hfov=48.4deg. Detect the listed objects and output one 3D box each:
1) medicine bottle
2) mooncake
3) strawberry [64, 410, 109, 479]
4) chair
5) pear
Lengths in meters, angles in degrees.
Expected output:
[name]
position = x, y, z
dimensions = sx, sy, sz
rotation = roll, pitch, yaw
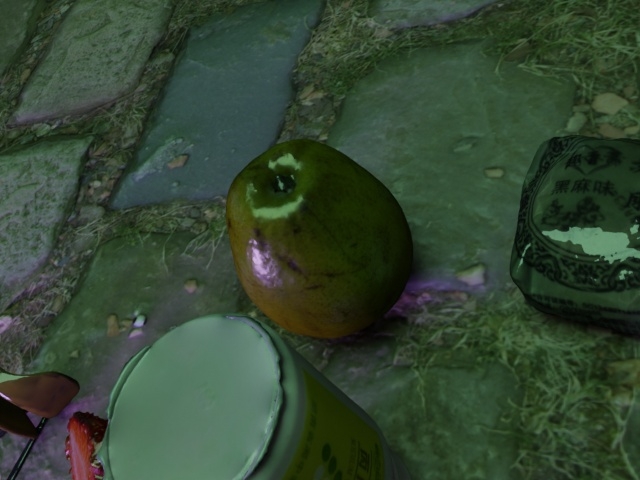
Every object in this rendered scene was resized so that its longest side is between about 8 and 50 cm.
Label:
[medicine bottle]
position = -0.044, 0.248, 0.787
dimensions = 0.213, 0.379, 0.214
rotation = -15, 53, 21
[mooncake]
position = 0.367, -0.014, 0.891
dimensions = 0.254, 0.136, 0.250
rotation = 5, 58, 32
[strawberry]
position = -0.315, 0.344, 1.077
dimensions = 0.175, 0.106, 0.236
rotation = -58, 36, 36
[chair]
position = -0.540, 0.294, 1.197
dimensions = 0.172, 0.159, 0.247
rotation = 27, 76, 37
[pear]
position = 0.000, 0.000, 0.985
dimensions = 0.252, 0.307, 0.253
rotation = -10, 53, 14
